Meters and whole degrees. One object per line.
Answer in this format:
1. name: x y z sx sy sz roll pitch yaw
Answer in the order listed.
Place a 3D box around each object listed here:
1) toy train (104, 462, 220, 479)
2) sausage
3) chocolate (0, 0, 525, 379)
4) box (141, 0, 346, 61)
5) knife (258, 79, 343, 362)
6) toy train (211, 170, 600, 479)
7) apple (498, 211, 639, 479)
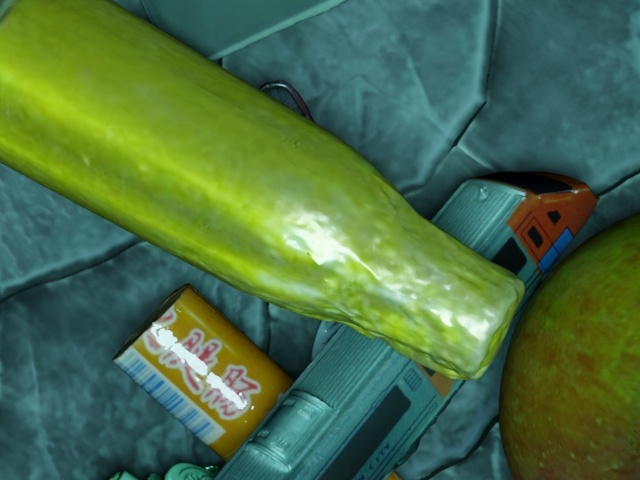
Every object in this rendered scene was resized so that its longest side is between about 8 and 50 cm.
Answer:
1. toy train: -0.071 0.306 1.136 0.301 0.202 0.120 38 113 -6
2. sausage: -0.026 0.169 1.181 0.312 0.093 0.093 43 94 -6
3. chocolate: -0.061 -0.029 1.062 0.445 0.162 0.162 31 96 15
4. box: -0.050 -0.349 0.989 0.111 0.396 0.396 -31 99 -39
5. knife: 0.000 -0.001 1.178 0.123 0.053 0.278 -17 103 12
6. toy train: 0.061 0.084 1.105 0.409 0.086 0.089 -50 126 -15
7. apple: 0.307 0.135 1.068 0.339 0.339 0.339 0 97 -2
